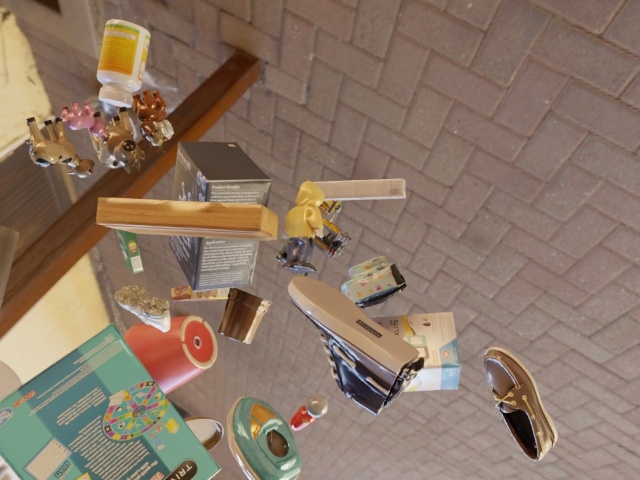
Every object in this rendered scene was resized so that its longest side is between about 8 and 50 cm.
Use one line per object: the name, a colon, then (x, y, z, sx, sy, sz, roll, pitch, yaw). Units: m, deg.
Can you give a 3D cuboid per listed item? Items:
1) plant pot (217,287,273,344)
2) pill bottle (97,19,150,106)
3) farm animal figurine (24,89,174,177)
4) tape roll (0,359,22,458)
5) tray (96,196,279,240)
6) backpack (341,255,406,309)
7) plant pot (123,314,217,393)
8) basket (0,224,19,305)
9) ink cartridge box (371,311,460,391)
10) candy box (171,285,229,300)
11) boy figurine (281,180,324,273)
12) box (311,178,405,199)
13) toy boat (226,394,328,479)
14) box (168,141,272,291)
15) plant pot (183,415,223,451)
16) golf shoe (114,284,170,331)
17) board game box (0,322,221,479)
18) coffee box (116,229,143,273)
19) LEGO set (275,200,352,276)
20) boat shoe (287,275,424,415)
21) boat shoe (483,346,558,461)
plant pot: (-0.270, 0.262, 1.957, 0.167, 0.165, 0.167, 21, 172, 3)
pill bottle: (-0.629, -0.555, 1.788, 0.137, 0.245, 0.136, 10, 180, 0)
farm animal figurine: (-0.534, -0.242, 1.426, 0.327, 0.331, 0.172, -170, 63, -77)
tape roll: (-0.754, 0.371, 1.152, 0.246, 0.246, 0.169, 36, 122, -3)
tray: (-0.329, -0.051, 1.447, 0.411, 0.076, 0.203, 2, 175, 8)
backpack: (0.156, 0.138, 1.784, 0.144, 0.188, 0.166, 61, 175, 11)
plant pot: (-0.520, 0.391, 1.995, 0.243, 0.275, 0.275, -23, 121, 22)
basket: (-0.951, 0.065, 1.583, 0.154, 0.226, 0.204, 12, 167, 1)
ink cartridge box: (0.311, 0.375, 1.875, 0.270, 0.198, 0.197, -5, 145, 6)
candy box: (-0.441, 0.195, 2.087, 0.109, 0.053, 0.187, -10, 171, 36)
boy figurine: (-0.055, -0.043, 1.754, 0.092, 0.285, 0.177, 22, 157, -40)
box: (0.130, -0.173, 1.938, 0.324, 0.067, 0.063, -2, 179, 16)
toy boat: (-0.110, 0.524, 1.575, 0.267, 0.318, 0.148, 53, 123, 18)
box: (-0.338, -0.083, 1.828, 0.293, 0.212, 0.395, 47, 132, 47)
plant pot: (-0.447, 0.667, 1.909, 0.236, 0.236, 0.032, 74, 169, -45)
golf shoe: (-0.422, 0.166, 1.337, 0.176, 0.069, 0.086, 21, 132, 36)
board game box: (-0.376, 0.356, 0.979, 0.336, 0.254, 0.079, 56, 145, -5)
coffee box: (-0.637, 0.008, 1.869, 0.113, 0.041, 0.184, 25, 128, 54)
LEGO set: (0.000, 0.000, 2.145, 0.192, 0.255, 0.331, 37, 112, -5)
boat shoe: (0.043, 0.226, 1.209, 0.341, 0.127, 0.158, 36, 114, 26)
boat shoe: (0.539, 0.449, 1.555, 0.117, 0.097, 0.324, -24, 96, 50)
